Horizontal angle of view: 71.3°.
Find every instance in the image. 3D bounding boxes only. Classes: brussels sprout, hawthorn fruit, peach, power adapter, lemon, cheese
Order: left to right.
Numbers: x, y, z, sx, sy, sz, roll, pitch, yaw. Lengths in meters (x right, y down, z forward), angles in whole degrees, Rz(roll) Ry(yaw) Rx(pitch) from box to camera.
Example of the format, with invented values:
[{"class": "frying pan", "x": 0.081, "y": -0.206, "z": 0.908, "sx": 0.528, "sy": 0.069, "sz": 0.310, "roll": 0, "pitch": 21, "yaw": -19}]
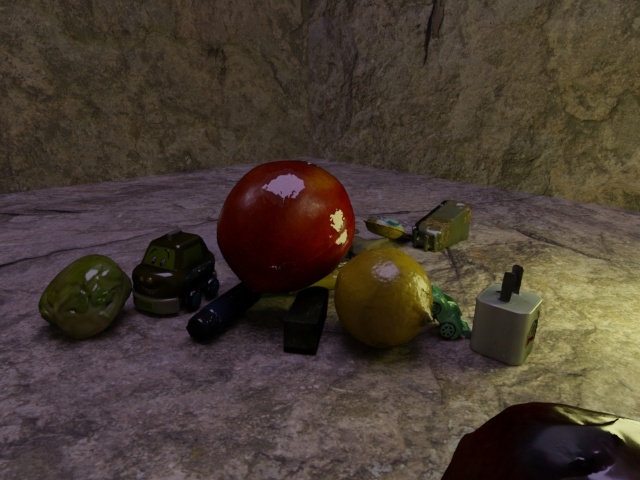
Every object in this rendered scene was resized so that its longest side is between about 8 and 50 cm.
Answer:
[{"class": "brussels sprout", "x": -0.578, "y": 0.128, "z": 1.094, "sx": 0.222, "sy": 0.161, "sz": 0.223, "roll": -8, "pitch": 31, "yaw": 5}, {"class": "peach", "x": -0.086, "y": -0.027, "z": 1.161, "sx": 0.369, "sy": 0.371, "sz": 0.370, "roll": 1, "pitch": 19, "yaw": 0}, {"class": "lemon", "x": 0.144, "y": 0.131, "z": 1.050, "sx": 0.228, "sy": 0.229, "sz": 0.253, "roll": -2, "pitch": 8, "yaw": -9}, {"class": "cheese", "x": 0.271, "y": -0.043, "z": 1.745, "sx": 0.270, "sy": 0.070, "sz": 0.176, "roll": 17, "pitch": -1, "yaw": -45}, {"class": "power adapter", "x": 0.429, "y": 0.158, "z": 1.025, "sx": 0.125, "sy": 0.205, "sz": 0.130, "roll": 17, "pitch": 26, "yaw": 37}, {"class": "hawthorn fruit", "x": 0.270, "y": 0.315, "z": 0.430, "sx": 0.324, "sy": 0.309, "sz": 0.308, "roll": 12, "pitch": 20, "yaw": 6}]

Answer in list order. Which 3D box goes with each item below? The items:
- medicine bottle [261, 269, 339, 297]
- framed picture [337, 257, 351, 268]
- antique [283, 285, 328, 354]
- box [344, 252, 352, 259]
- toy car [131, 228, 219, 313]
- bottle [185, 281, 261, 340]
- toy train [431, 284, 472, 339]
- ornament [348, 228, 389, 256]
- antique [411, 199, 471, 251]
[{"class": "medicine bottle", "x": -0.067, "y": 0.128, "z": 1.293, "sx": 0.260, "sy": 0.064, "sz": 0.095, "roll": -7, "pitch": 6, "yaw": -15}, {"class": "framed picture", "x": -0.047, "y": 0.077, "z": 1.443, "sx": 0.280, "sy": 0.019, "sz": 0.208, "roll": -6, "pitch": 8, "yaw": -30}, {"class": "antique", "x": -0.030, "y": 0.186, "z": 1.099, "sx": 0.080, "sy": 0.082, "sz": 0.221, "roll": 6, "pitch": 18, "yaw": 7}, {"class": "box", "x": 0.000, "y": 0.000, "z": 1.590, "sx": 0.034, "sy": 0.132, "sz": 0.235, "roll": -51, "pitch": 40, "yaw": -14}, {"class": "toy car", "x": -0.402, "y": 0.069, "z": 1.229, "sx": 0.204, "sy": 0.199, "sz": 0.248, "roll": 10, "pitch": 22, "yaw": 19}, {"class": "bottle", "x": -0.236, "y": 0.172, "z": 1.130, "sx": 0.082, "sy": 0.072, "sz": 0.244, "roll": -20, "pitch": 8, "yaw": 29}, {"class": "toy train", "x": 0.310, "y": 0.177, "z": 1.104, "sx": 0.081, "sy": 0.149, "sz": 0.099, "roll": -24, "pitch": 15, "yaw": 11}, {"class": "ornament", "x": 0.149, "y": 0.022, "z": 1.622, "sx": 0.230, "sy": 0.062, "sz": 0.244, "roll": 17, "pitch": 20, "yaw": 33}, {"class": "antique", "x": 0.474, "y": -0.046, "z": 1.761, "sx": 0.125, "sy": 0.150, "sz": 0.284, "roll": 20, "pitch": 34, "yaw": 41}]
